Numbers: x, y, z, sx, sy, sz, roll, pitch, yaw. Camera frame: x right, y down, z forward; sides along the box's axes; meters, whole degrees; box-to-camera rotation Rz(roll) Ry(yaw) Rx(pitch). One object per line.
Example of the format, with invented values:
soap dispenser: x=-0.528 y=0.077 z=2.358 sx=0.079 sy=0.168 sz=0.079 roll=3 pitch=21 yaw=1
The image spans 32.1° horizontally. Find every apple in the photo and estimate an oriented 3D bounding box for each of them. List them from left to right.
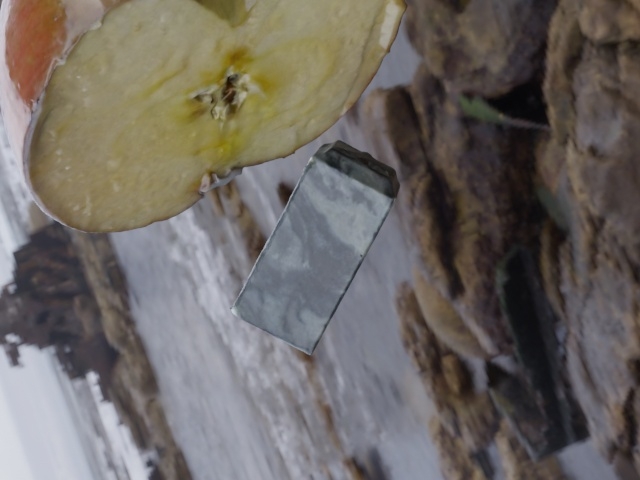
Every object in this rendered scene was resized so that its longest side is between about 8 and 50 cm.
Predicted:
apple: x=-0.102 y=-0.157 z=0.787 sx=0.163 sy=0.293 sz=0.251 roll=56 pitch=156 yaw=24

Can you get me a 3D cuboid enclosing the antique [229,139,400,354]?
antique: x=0.000 y=0.000 z=1.035 sx=0.183 sy=0.088 sz=0.086 roll=-61 pitch=0 yaw=15
